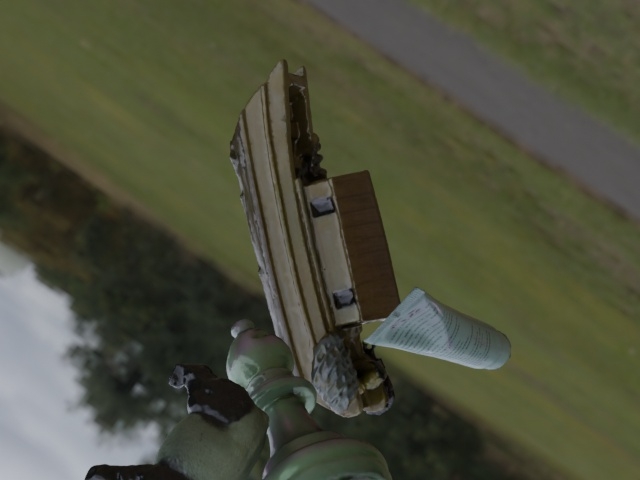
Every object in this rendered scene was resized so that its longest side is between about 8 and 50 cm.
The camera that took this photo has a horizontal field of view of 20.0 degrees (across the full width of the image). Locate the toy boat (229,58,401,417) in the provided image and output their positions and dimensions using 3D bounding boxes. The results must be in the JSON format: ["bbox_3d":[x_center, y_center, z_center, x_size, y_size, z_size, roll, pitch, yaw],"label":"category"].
[{"bbox_3d":[0.000,0.000,2.218,0.136,0.162,0.445,3,-109,-66],"label":"toy boat"}]

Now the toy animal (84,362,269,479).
[{"bbox_3d":[-0.136,0.228,1.709,0.121,0.225,0.094,16,144,35],"label":"toy animal"}]

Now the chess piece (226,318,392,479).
[{"bbox_3d":[-0.034,0.177,1.820,0.139,0.139,0.272,38,-162,-47],"label":"chess piece"}]

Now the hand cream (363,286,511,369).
[{"bbox_3d":[0.148,0.111,2.111,0.058,0.085,0.331,52,-167,22],"label":"hand cream"}]
